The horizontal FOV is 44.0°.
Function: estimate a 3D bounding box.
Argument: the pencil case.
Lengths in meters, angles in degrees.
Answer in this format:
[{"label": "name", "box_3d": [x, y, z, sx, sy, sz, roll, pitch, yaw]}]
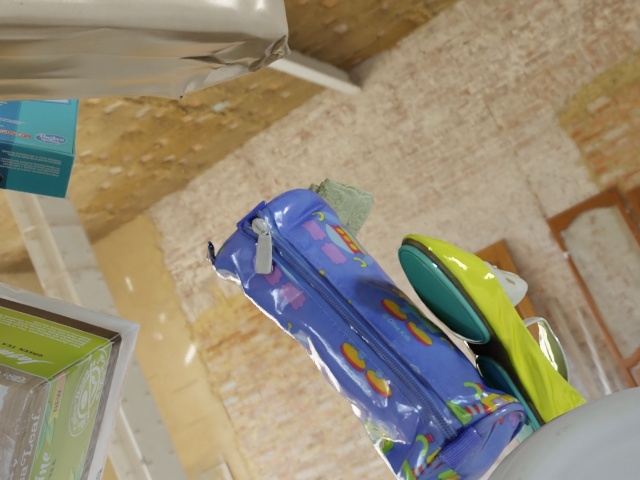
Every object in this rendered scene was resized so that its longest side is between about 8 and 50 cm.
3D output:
[{"label": "pencil case", "box_3d": [0.032, 0.079, 0.680, 0.119, 0.306, 0.133, -44, -26, 1]}]

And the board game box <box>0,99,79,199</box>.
[{"label": "board game box", "box_3d": [-0.456, -0.209, 1.064, 0.254, 0.336, 0.079, 10, -50, -21]}]

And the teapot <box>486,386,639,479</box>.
[{"label": "teapot", "box_3d": [0.165, 0.193, 0.297, 0.253, 0.187, 0.256, -4, 34, 2]}]

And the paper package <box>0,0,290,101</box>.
[{"label": "paper package", "box_3d": [-0.205, -0.257, 0.496, 0.310, 0.324, 0.168, -10, 0, -39]}]

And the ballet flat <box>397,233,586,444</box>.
[{"label": "ballet flat", "box_3d": [0.150, 0.074, 0.659, 0.077, 0.231, 0.077, -39, 12, -19]}]

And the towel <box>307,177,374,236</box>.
[{"label": "towel", "box_3d": [0.000, 0.000, 0.902, 0.110, 0.027, 0.148, 10, -66, -52]}]

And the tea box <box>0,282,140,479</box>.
[{"label": "tea box", "box_3d": [-0.389, 0.246, 0.899, 0.220, 0.328, 0.323, 16, 8, 4]}]
